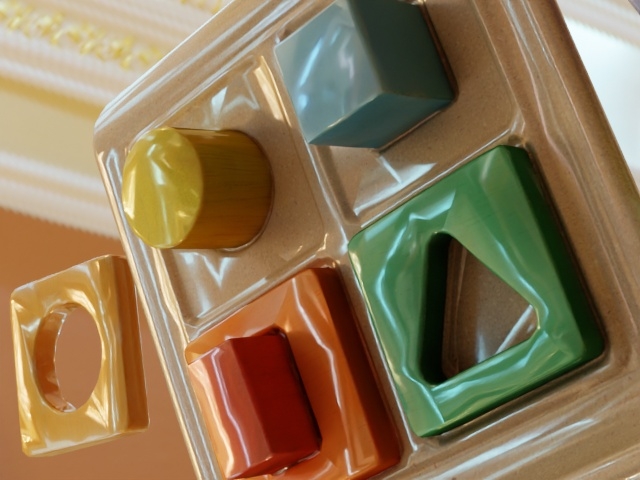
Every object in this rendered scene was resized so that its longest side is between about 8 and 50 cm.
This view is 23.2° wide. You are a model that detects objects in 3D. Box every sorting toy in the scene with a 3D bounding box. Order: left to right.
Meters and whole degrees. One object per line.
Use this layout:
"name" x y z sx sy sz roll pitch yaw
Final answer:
"sorting toy" 0.000 0.000 0.449 0.047 0.347 0.196 6 -120 -46
